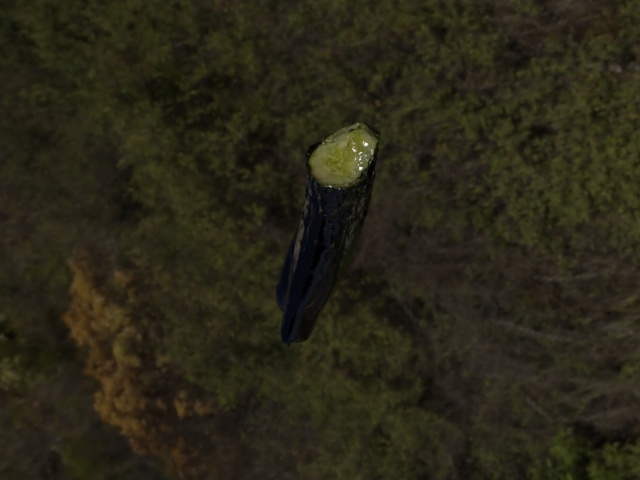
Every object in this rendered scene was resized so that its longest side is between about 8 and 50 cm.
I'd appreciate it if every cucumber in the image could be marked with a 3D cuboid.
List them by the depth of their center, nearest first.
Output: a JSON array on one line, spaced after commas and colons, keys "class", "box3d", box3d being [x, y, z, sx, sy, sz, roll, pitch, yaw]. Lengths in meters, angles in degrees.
[{"class": "cucumber", "box3d": [0.002, 0.000, 0.493, 0.135, 0.034, 0.033, 104, 154, -50]}]
